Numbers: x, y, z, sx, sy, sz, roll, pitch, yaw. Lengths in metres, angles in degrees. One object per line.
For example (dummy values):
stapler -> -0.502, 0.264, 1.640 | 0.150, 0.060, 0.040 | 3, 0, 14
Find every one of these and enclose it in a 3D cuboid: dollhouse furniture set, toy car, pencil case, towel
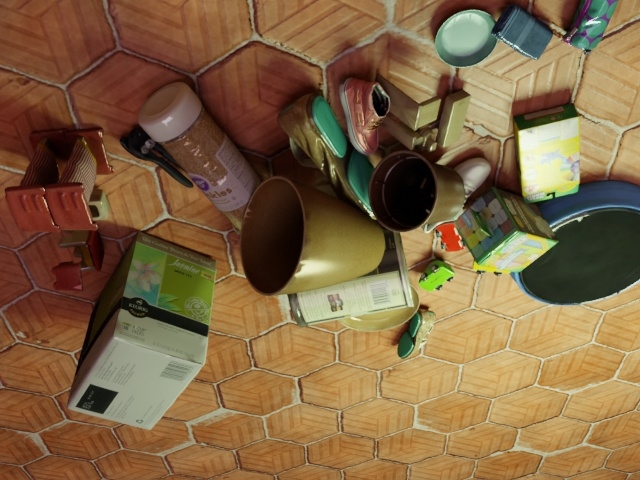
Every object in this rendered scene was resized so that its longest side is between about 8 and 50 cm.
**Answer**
dollhouse furniture set -> 0.203, -0.268, 1.384 | 0.151, 0.123, 0.144 | -27, 144, -27
toy car -> 0.330, 0.049, 1.695 | 0.239, 0.053, 0.225 | 30, 132, -20
dollhouse furniture set -> -0.516, -0.036, 1.451 | 0.152, 0.201, 0.374 | -2, 135, -1
pencil case -> 0.492, -0.417, 1.220 | 0.070, 0.064, 0.151 | -16, 140, -24
towel -> 0.375, -0.386, 1.257 | 0.119, 0.029, 0.067 | 19, 114, -32

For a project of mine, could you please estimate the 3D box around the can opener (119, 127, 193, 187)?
can opener -> -0.331, -0.175, 1.435 | 0.186, 0.073, 0.059 | 31, 87, -34

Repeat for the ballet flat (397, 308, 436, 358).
ballet flat -> 0.276, 0.268, 1.914 | 0.067, 0.073, 0.206 | -2, 140, -18

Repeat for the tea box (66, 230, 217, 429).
tea box -> -0.424, 0.219, 1.631 | 0.220, 0.323, 0.329 | 22, 131, -23

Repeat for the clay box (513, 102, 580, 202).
clay box -> 0.492, -0.182, 1.472 | 0.127, 0.053, 0.222 | -12, 137, 9

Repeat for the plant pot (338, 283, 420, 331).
plant pot -> 0.146, 0.162, 1.821 | 0.236, 0.032, 0.236 | -2, 136, -2

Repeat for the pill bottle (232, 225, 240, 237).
pill bottle -> -0.153, -0.011, 1.596 | 0.067, 0.067, 0.120 | -18, 134, 14

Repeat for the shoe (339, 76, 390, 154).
shoe -> 0.099, -0.240, 1.351 | 0.081, 0.063, 0.178 | 18, 143, 40

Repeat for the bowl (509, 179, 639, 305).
bowl -> 0.657, 0.022, 1.678 | 0.391, 0.077, 0.391 | -2, 136, -2

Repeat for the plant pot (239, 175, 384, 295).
plant pot -> 0.000, 0.000, 1.406 | 0.254, 0.237, 0.237 | 5, 139, -37

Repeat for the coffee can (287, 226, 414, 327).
coffee can -> 0.068, 0.084, 1.613 | 0.275, 0.201, 0.201 | -11, 135, 7

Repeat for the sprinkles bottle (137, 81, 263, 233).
sprinkles bottle -> -0.219, -0.159, 1.401 | 0.121, 0.121, 0.355 | -22, 133, 18

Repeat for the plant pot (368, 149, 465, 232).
plant pot -> 0.215, -0.103, 1.439 | 0.165, 0.167, 0.167 | -4, 149, -51

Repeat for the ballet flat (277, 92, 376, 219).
ballet flat -> 0.020, -0.164, 1.431 | 0.124, 0.116, 0.342 | -8, 141, 34

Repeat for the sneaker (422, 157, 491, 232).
sneaker -> 0.303, -0.093, 1.522 | 0.080, 0.094, 0.212 | 27, 128, -26

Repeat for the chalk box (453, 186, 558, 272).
chalk box -> 0.404, -0.024, 1.534 | 0.213, 0.132, 0.132 | 11, 136, -39

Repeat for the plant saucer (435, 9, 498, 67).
plant saucer -> 0.273, -0.382, 1.274 | 0.119, 0.021, 0.119 | -2, 135, -2
